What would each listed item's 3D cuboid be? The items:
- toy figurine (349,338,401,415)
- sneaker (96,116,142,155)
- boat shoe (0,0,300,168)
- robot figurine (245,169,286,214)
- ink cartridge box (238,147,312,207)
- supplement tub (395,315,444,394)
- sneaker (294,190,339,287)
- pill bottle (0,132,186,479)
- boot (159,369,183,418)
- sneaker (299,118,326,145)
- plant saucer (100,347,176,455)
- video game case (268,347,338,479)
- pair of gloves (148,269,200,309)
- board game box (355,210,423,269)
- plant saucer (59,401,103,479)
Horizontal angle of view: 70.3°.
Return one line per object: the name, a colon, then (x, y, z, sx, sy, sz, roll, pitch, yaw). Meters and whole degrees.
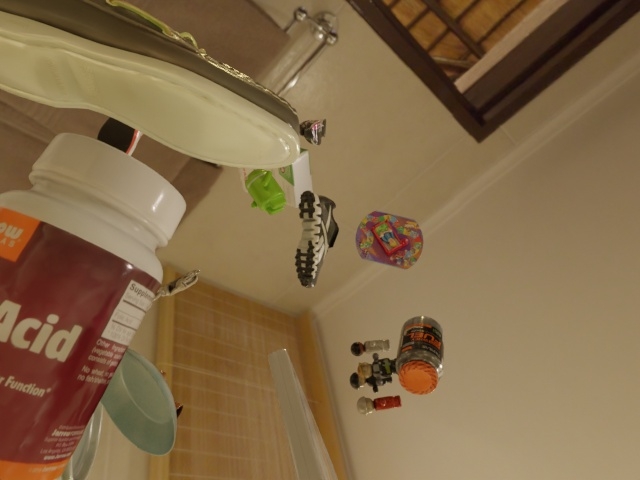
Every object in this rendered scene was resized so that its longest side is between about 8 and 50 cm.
toy figurine: (0.173, 0.444, 1.506, 0.213, 0.148, 0.210, -101, -175, -68)
sneaker: (-0.438, -0.286, 1.096, 0.090, 0.145, 0.270, 19, -86, 9)
boat shoe: (-0.155, -0.152, 0.403, 0.109, 0.304, 0.091, 123, -16, -61)
robot figurine: (-0.126, -0.114, 1.036, 0.115, 0.067, 0.101, 54, -34, 14)
ink cartridge box: (-0.141, -0.211, 1.389, 0.219, 0.160, 0.092, 20, -138, 30)
supplement tub: (0.253, 0.288, 1.150, 0.117, 0.117, 0.190, -38, -169, 28)
sneaker: (0.000, 0.000, 1.106, 0.078, 0.106, 0.234, 5, -88, 53)
pill bottle: (-0.339, 0.081, 0.561, 0.224, 0.224, 0.392, -2, -120, 49)
boot: (-0.518, 0.531, 1.507, 0.152, 0.073, 0.197, 0, -130, 22)
sneaker: (-0.033, -0.326, 1.364, 0.178, 0.077, 0.072, -60, 152, -70)
plant saucer: (-0.277, 0.236, 0.699, 0.194, 0.037, 0.195, 14, -64, 30)
video game case: (0.006, 0.288, 0.520, 0.025, 0.285, 0.204, -20, -144, -5)
pair of gloves: (-0.452, 0.158, 1.258, 0.204, 0.042, 0.240, -25, -173, 35)
board game box: (0.172, -0.008, 1.115, 0.033, 0.168, 0.133, 91, 14, -73)
plant saucer: (-0.538, 0.405, 0.954, 0.400, 0.100, 0.401, -176, -90, -80)
